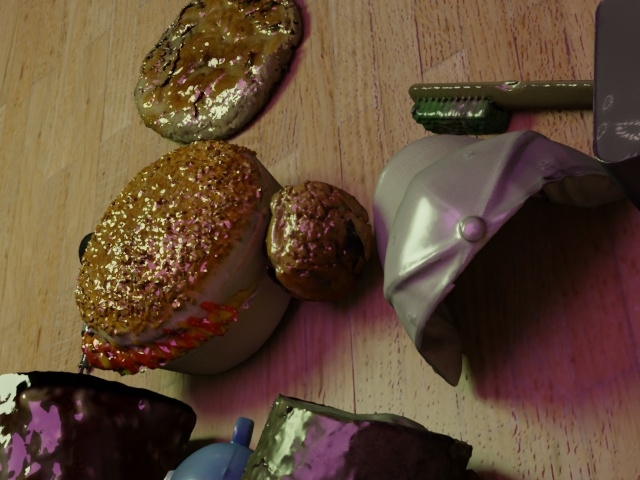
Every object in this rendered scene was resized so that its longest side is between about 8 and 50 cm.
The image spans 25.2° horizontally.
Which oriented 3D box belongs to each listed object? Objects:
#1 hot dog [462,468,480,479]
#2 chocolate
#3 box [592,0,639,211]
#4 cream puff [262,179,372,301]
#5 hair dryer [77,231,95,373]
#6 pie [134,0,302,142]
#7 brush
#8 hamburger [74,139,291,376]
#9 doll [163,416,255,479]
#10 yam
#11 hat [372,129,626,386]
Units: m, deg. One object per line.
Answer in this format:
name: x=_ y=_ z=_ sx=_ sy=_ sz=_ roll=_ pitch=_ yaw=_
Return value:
hot dog: x=0.131 y=0.239 z=1.274 sx=0.058 sy=0.035 sz=0.083 roll=-55 pitch=35 yaw=17
chocolate: x=-0.307 y=0.284 z=1.558 sx=0.340 sy=0.225 sz=0.210 roll=-11 pitch=58 yaw=27
box: x=0.330 y=-0.129 z=1.270 sx=0.163 sy=0.135 sz=0.243 roll=-18 pitch=49 yaw=37
cream puff: x=0.000 y=0.000 z=1.523 sx=0.119 sy=0.133 sz=0.104 roll=-16 pitch=15 yaw=-20
hair dryer: x=-0.277 y=0.078 z=1.836 sx=0.100 sy=0.057 sz=0.198 roll=-5 pitch=66 yaw=45
pie: x=-0.140 y=-0.241 z=1.929 sx=0.274 sy=0.055 sz=0.274 roll=-22 pitch=48 yaw=28
brush: x=0.201 y=-0.140 z=1.485 sx=0.282 sy=0.054 sz=0.048 roll=3 pitch=73 yaw=48
hamburger: x=-0.155 y=0.018 z=1.635 sx=0.276 sy=0.179 sz=0.294 roll=-17 pitch=50 yaw=39
doll: x=-0.119 y=0.322 z=1.379 sx=0.177 sy=0.141 sz=0.314 roll=91 pitch=-162 yaw=-76
yam: x=-0.004 y=0.282 z=1.238 sx=0.195 sy=0.195 sz=0.300 roll=13 pitch=79 yaw=51
hat: x=0.127 y=-0.035 z=1.388 sx=0.258 sy=0.168 sz=0.301 roll=-47 pitch=33 yaw=2
